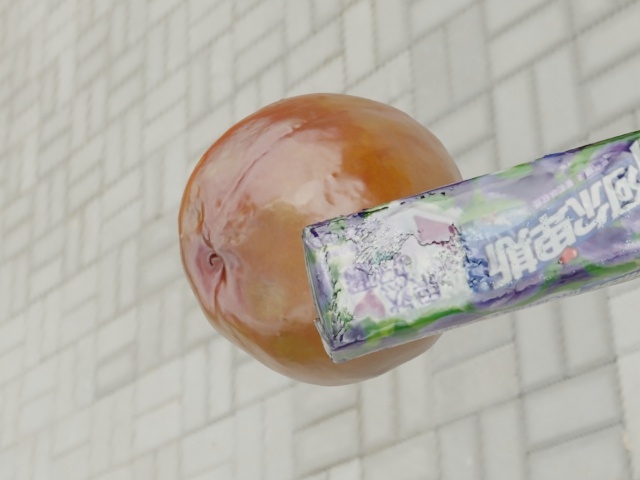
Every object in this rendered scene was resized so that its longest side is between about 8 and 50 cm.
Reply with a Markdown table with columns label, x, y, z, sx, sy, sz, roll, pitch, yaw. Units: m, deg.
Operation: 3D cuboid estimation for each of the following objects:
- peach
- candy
| label | x | y | z | sx | sy | sz | roll | pitch | yaw |
| --- | --- | --- | --- | --- | --- | --- | --- | --- | --- |
| peach | 0.000 | 0.000 | 1.554 | 0.343 | 0.302 | 0.342 | 1 | 92 | 54 |
| candy | 0.142 | -0.006 | 0.856 | 0.061 | 0.313 | 0.088 | 79 | 175 | -71 |
